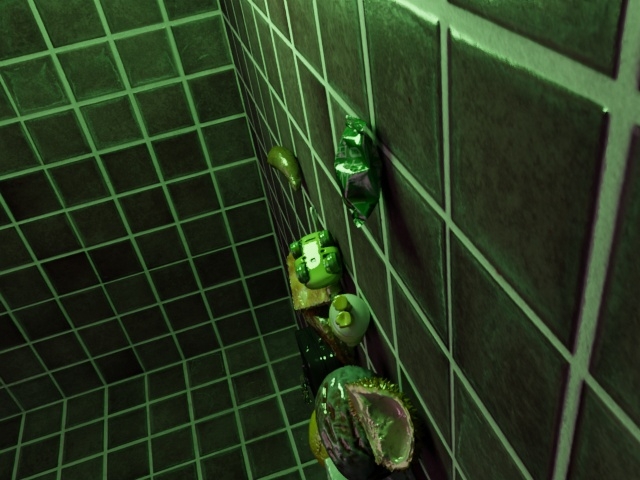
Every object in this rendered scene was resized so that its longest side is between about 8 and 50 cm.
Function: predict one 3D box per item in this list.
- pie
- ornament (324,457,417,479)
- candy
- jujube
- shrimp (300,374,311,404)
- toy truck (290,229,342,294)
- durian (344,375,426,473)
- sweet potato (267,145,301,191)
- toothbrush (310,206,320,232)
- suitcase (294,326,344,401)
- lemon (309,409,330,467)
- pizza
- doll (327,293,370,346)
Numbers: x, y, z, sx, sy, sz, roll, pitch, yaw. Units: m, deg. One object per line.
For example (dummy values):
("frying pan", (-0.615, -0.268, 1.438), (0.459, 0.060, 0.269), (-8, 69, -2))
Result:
("pie", (0.038, 0.334, 2.136), (0.308, 0.085, 0.308), (52, 168, 16))
("ornament", (0.168, 0.782, 1.758), (0.239, 0.240, 0.240), (-116, 13, -47))
("candy", (0.076, -0.138, 1.133), (0.141, 0.078, 0.203), (-150, 54, -62))
("jujube", (0.109, 0.519, 1.623), (0.215, 0.246, 0.308), (-43, 39, 33))
("shrimp", (-0.072, 0.656, 2.567), (0.161, 0.034, 0.091), (-118, 18, -60))
("toy truck", (0.002, 0.071, 1.837), (0.210, 0.148, 0.187), (39, -149, -66))
("durian", (0.178, 0.447, 1.441), (0.138, 0.183, 0.250), (15, -134, -56))
("sweet potato", (-0.138, -0.292, 2.149), (0.124, 0.098, 0.310), (53, -178, -32))
("toothbrush", (0.000, 0.000, 2.071), (0.026, 0.022, 0.263), (36, 144, 57))
("suitcase", (0.005, 0.557, 2.565), (0.345, 0.188, 0.339), (-123, 17, -68))
("lemon", (0.088, 0.651, 2.005), (0.258, 0.258, 0.310), (-117, 36, -51))
("pizza", (-0.032, 0.153, 2.070), (0.335, 0.086, 0.226), (40, 115, 47))
("doll", (0.079, 0.245, 1.706), (0.296, 0.117, 0.141), (92, 163, -64))
